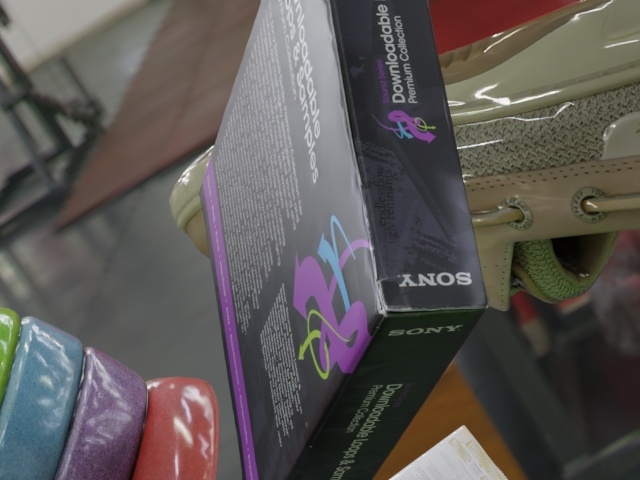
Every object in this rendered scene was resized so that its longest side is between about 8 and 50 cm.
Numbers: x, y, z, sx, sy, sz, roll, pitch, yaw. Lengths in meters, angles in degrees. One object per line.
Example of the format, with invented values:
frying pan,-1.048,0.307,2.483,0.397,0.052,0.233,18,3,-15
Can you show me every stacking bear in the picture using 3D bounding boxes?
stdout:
stacking bear,-0.210,0.099,0.925,0.175,0.289,0.164,122,162,-44

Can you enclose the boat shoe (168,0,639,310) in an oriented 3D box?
boat shoe,0.062,-0.020,0.673,0.302,0.098,0.109,-17,3,42

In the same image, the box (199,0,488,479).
box,0.000,0.000,0.492,0.029,0.116,0.162,-3,-25,-14

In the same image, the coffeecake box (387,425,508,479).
coffeecake box,0.042,0.224,1.375,0.142,0.068,0.185,-43,-10,28
